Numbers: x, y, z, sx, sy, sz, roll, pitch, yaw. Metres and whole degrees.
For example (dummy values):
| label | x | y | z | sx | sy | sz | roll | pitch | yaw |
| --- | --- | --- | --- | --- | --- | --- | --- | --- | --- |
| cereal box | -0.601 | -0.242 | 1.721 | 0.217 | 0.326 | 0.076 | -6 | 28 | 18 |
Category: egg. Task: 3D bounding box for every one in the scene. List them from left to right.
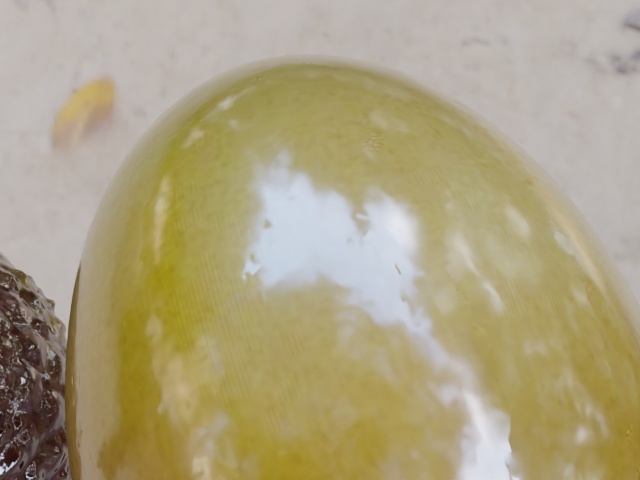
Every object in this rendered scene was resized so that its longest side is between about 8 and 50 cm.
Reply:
| label | x | y | z | sx | sy | sz | roll | pitch | yaw |
| --- | --- | --- | --- | --- | --- | --- | --- | --- | --- |
| egg | 0.017 | 0.072 | 0.762 | 0.250 | 0.250 | 0.322 | -9 | 66 | -20 |

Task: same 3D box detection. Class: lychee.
| label | x | y | z | sx | sy | sz | roll | pitch | yaw |
| --- | --- | --- | --- | --- | --- | --- | --- | --- | --- |
| lychee | -0.271 | 0.108 | 1.125 | 0.261 | 0.260 | 0.260 | 6 | 45 | -6 |
